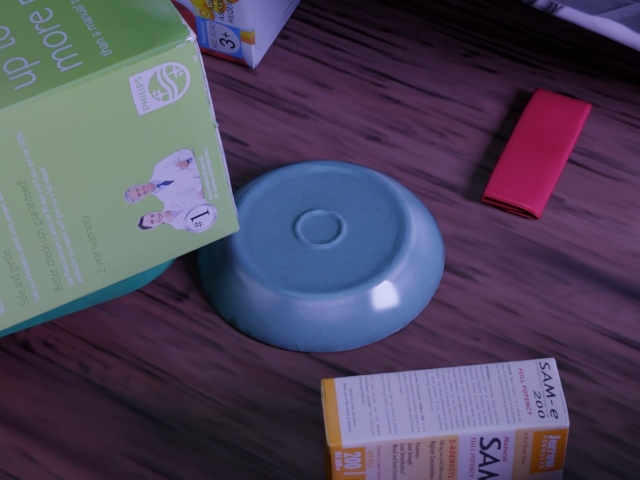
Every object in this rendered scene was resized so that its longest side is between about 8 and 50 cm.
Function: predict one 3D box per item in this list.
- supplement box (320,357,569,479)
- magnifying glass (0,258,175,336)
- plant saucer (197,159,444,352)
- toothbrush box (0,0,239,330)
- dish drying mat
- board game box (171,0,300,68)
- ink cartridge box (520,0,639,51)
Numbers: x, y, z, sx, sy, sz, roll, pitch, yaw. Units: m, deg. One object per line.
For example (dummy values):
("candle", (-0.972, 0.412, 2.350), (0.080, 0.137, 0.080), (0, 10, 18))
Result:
("supplement box", (0.051, 0.085, 0.691), (0.098, 0.062, 0.036), (-5, 48, -1))
("magnifying glass", (-0.153, 0.025, 0.776), (0.092, 0.026, 0.231), (32, 58, 26))
("plant saucer", (0.000, 0.000, 0.793), (0.119, 0.021, 0.119), (-1, 49, 1))
("toothbrush box", (-0.210, -0.050, 0.757), (0.283, 0.122, 0.206), (-24, 45, -11))
("dish drying mat", (0.109, -0.044, 0.836), (0.032, 0.008, 0.083), (18, 51, 16))
("board game box", (-0.133, -0.225, 0.912), (0.275, 0.142, 0.144), (17, 52, 16))
("ink cartridge box", (0.164, -0.246, 0.807), (0.395, 0.166, 0.285), (20, 48, -16))
